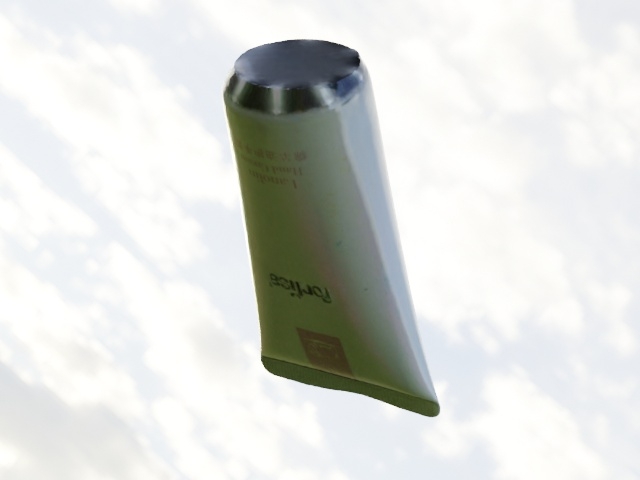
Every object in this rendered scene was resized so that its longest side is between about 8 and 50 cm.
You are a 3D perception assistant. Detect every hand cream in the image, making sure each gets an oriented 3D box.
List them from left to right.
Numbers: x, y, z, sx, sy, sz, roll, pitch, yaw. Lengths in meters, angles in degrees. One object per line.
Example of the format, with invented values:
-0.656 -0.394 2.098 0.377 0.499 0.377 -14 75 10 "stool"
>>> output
0.000 0.000 1.570 0.186 0.118 0.358 11 -49 26 "hand cream"
